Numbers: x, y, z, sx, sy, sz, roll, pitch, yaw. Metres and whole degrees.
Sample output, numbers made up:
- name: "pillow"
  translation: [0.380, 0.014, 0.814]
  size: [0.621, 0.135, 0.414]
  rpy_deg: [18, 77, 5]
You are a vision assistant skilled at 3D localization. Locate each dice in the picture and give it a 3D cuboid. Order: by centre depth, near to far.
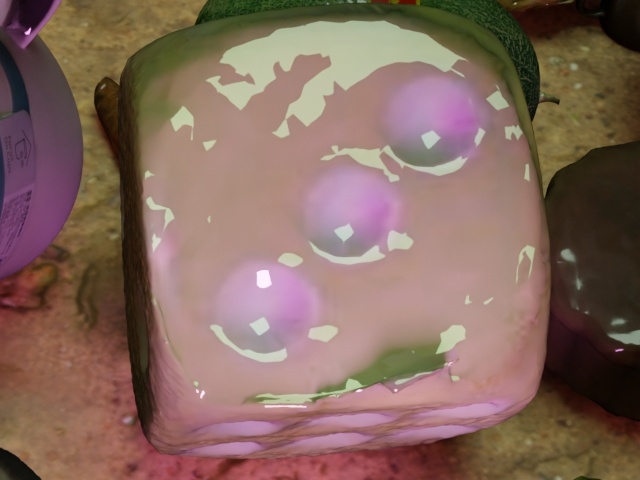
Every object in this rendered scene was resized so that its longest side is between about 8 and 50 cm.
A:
- name: "dice"
  translation: [0.000, 0.000, 1.251]
  size: [0.252, 0.254, 0.250]
  rpy_deg: [-5, 77, -7]

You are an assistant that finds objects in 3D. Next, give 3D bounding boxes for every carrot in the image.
- name: "carrot"
  translation: [-0.122, -0.055, 1.477]
  size: [0.047, 0.047, 0.191]
  rpy_deg: [-19, 50, -27]

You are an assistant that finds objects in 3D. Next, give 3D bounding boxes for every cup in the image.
- name: "cup"
  translation: [-0.272, -0.075, 1.250]
  size: [0.219, 0.290, 0.257]
  rpy_deg: [43, 17, 3]

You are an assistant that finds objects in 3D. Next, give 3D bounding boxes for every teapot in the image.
- name: "teapot"
  translation: [0.276, -0.211, 1.690]
  size: [0.121, 0.068, 0.076]
  rpy_deg: [-1, 48, -13]

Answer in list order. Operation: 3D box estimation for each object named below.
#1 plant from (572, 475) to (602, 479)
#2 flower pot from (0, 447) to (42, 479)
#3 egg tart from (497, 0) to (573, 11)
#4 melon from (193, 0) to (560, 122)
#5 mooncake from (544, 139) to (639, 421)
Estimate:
- name: "plant"
  translation: [0.170, 0.205, 1.201]
  size: [0.261, 0.297, 0.306]
  rpy_deg: [14, 54, 45]
- name: "flower pot"
  translation: [-0.245, 0.300, 0.957]
  size: [0.330, 0.293, 0.293]
  rpy_deg: [-24, 56, -23]
- name: "egg tart"
  translation: [0.172, -0.293, 1.702]
  size: [0.252, 0.098, 0.232]
  rpy_deg: [-15, 44, -8]
- name: "melon"
  translation: [0.043, -0.123, 1.480]
  size: [0.287, 0.182, 0.182]
  rpy_deg: [2, 47, -9]
- name: "mooncake"
  translation: [0.253, 0.035, 1.421]
  size: [0.228, 0.124, 0.228]
  rpy_deg: [3, 50, -4]
